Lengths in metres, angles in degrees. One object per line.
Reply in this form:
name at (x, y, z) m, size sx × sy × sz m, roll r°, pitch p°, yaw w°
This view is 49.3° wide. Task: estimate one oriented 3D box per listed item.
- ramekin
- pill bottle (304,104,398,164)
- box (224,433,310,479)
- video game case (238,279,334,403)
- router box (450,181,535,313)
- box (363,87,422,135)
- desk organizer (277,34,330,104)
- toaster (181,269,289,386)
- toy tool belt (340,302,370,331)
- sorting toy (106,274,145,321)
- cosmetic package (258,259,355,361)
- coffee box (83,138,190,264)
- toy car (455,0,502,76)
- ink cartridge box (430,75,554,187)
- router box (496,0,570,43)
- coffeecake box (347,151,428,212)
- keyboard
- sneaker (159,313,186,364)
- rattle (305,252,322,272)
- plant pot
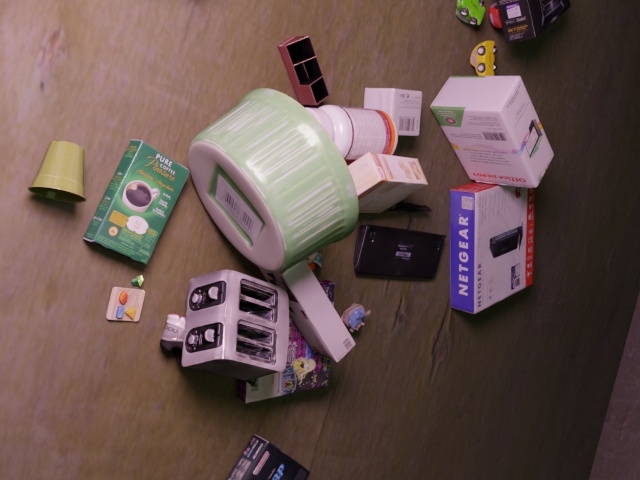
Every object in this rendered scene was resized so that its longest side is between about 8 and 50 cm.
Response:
ramekin at (-0.091, -0.092, 1.198) m, size 0.148 × 0.303 × 0.303 m, roll -37°, pitch 123°, yaw -24°
pill bottle at (0.046, -0.213, 1.422) m, size 0.221 × 0.121 × 0.121 m, roll -5°, pitch 103°, yaw -44°
box at (-0.136, 0.543, 1.466) m, size 0.220 × 0.051 × 0.175 m, roll -56°, pitch 132°, yaw -19°
video game case at (-0.069, 0.205, 1.445) m, size 0.210 × 0.042 × 0.232 m, roll -5°, pitch 103°, yaw -35°
router box at (0.478, -0.001, 1.924) m, size 0.301 × 0.082 × 0.335 m, roll -19°, pitch 112°, yaw -41°
box at (0.158, -0.283, 1.540) m, size 0.101 × 0.087 × 0.101 m, roll -7°, pitch 103°, yaw -44°
desk organizer at (-0.031, -0.332, 1.368) m, size 0.047 × 0.050 × 0.130 m, roll -42°, pitch 125°, yaw -31°
toaster at (-0.146, 0.159, 1.254) m, size 0.186 × 0.110 × 0.168 m, roll 25°, pitch 58°, yaw -41°
toy tool belt at (0.074, 0.183, 1.590) m, size 0.083 × 0.051 × 0.052 m, roll -45°, pitch 127°, yaw -27°
sorting toy at (-0.330, 0.098, 1.199) m, size 0.062 × 0.012 × 0.083 m, roll 13°, pitch 91°, yaw -45°
cosmetic package at (-0.027, 0.128, 1.371) m, size 0.060 × 0.099 × 0.239 m, roll -41°, pitch 120°, yaw -19°
coffee box at (-0.304, -0.063, 1.168) m, size 0.113 × 0.040 × 0.184 m, roll 31°, pitch 78°, yaw -45°
toy car at (0.395, -0.546, 1.738) m, size 0.225 × 0.053 × 0.239 m, roll 29°, pitch 78°, yaw -44°
ink cartridge box at (0.429, -0.268, 1.729) m, size 0.117 × 0.201 × 0.278 m, roll -57°, pitch 132°, yaw -19°
router box at (0.531, -0.664, 1.768) m, size 0.309 × 0.081 × 0.242 m, roll -42°, pitch 120°, yaw -45°
coffeecake box at (0.114, -0.118, 1.476) m, size 0.185 × 0.142 × 0.068 m, roll -2°, pitch 67°, yaw -51°
keyboard at (0.200, -0.008, 1.688) m, size 0.317 × 0.033 × 0.201 m, roll 7°, pitch 100°, yaw -46°
sneaker at (-0.230, 0.202, 1.289) m, size 0.170 × 0.063 × 0.074 m, roll 41°, pitch 70°, yaw -37°
rattle at (0.000, 0.000, 1.419) m, size 0.130 × 0.143 × 0.199 m, roll -29°, pitch 114°, yaw -53°
plant pot at (-0.390, -0.106, 1.056) m, size 0.083 × 0.083 × 0.079 m, roll 19°, pitch 73°, yaw -45°
